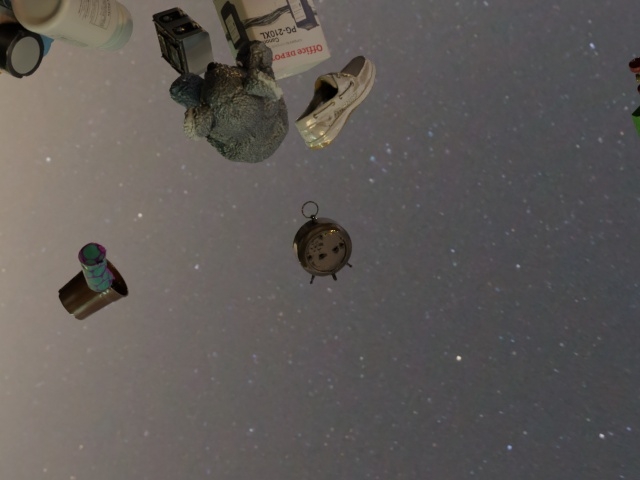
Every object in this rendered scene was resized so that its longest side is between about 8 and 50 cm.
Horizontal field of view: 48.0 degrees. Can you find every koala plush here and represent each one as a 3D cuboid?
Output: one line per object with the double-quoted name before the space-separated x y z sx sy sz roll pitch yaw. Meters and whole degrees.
"koala plush" -0.141 -0.228 1.211 0.196 0.203 0.221 -26 -174 0

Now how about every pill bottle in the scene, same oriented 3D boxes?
"pill bottle" -0.468 -0.441 1.387 0.131 0.229 0.131 1 -88 18

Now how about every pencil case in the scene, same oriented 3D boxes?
"pencil case" -0.555 0.068 1.784 0.064 0.070 0.152 56 -23 21

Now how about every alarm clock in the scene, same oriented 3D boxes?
"alarm clock" 0.000 0.000 1.621 0.129 0.192 0.064 -23 -160 -9

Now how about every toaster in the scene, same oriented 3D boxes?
"toaster" -0.415 -0.591 2.185 0.110 0.186 0.168 -31 -123 -21

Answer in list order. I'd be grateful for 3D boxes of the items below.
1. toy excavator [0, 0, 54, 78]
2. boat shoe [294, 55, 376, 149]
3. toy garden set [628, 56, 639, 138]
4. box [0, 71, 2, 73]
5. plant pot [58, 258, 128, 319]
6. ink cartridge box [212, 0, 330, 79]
"toy excavator" -0.600 -0.620 1.550 0.445 0.222 0.433 -48 157 -52
"boat shoe" 0.032 -0.322 1.556 0.098 0.096 0.277 -6 -135 44
"toy garden set" 0.644 -0.292 1.253 0.244 0.204 0.049 -45 -142 -4
"box" -0.825 -0.433 1.748 0.232 0.058 0.087 -31 -109 12
"plant pot" -0.729 0.158 2.288 0.165 0.167 0.167 -36 -138 3
"ink cartridge box" -0.102 -0.442 1.415 0.100 0.172 0.237 -9 -78 54
